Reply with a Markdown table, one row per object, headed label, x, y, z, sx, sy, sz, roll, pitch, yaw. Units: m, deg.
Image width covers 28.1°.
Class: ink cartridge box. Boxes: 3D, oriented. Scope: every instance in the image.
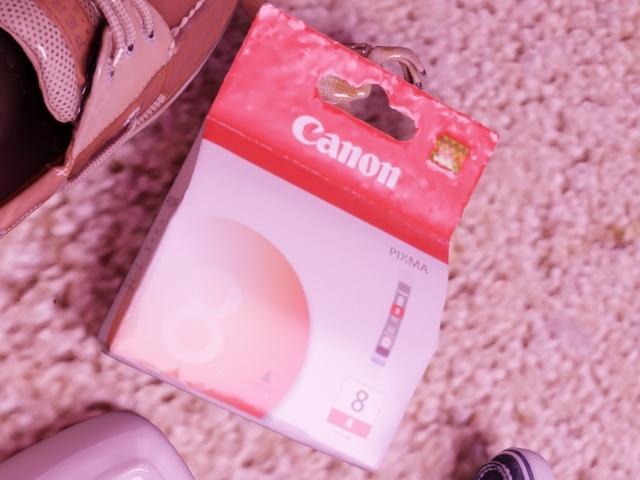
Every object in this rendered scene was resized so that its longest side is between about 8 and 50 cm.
| label | x | y | z | sx | sy | sz | roll | pitch | yaw |
| --- | --- | --- | --- | --- | --- | --- | --- | --- | --- |
| ink cartridge box | 0.000 | 0.000 | 0.600 | 0.145 | 0.045 | 0.179 | 27 | 89 | -19 |

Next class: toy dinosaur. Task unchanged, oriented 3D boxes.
| label | x | y | z | sx | sy | sz | roll | pitch | yaw |
| --- | --- | --- | --- | --- | --- | --- | --- | --- | --- |
| toy dinosaur | 0.000 | -0.075 | 0.639 | 0.092 | 0.053 | 0.183 | -20 | 87 | -27 |

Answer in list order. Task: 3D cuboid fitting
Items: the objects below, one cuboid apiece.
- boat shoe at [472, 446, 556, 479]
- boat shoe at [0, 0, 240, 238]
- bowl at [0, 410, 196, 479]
| label | x | y | z | sx | sy | sz | roll | pitch | yaw |
| --- | --- | --- | --- | --- | --- | --- | --- | --- | --- |
| boat shoe | 0.057 | 0.179 | 0.601 | 0.083 | 0.065 | 0.183 | 22 | 71 | -22 |
| boat shoe | -0.118 | -0.077 | 0.536 | 0.123 | 0.116 | 0.324 | 44 | 67 | -16 |
| bowl | -0.095 | 0.155 | 0.541 | 0.142 | 0.053 | 0.142 | -29 | 93 | -30 |
